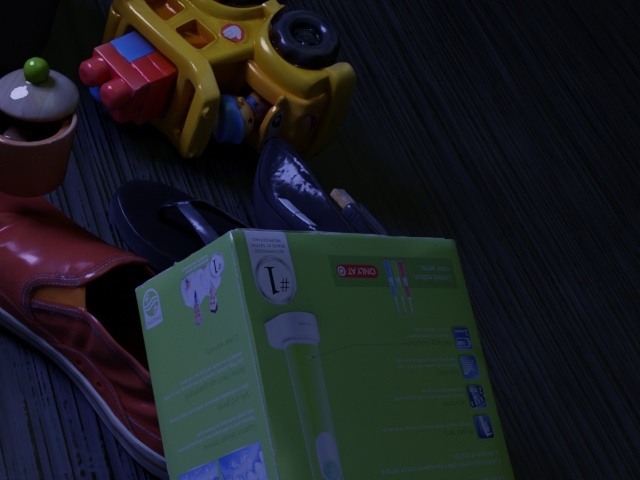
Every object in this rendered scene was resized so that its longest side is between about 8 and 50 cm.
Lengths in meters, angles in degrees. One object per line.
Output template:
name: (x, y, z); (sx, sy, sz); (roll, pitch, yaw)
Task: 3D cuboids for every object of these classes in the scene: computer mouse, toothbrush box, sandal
computer mouse: (0.000, 0.000, 1.264); (0.060, 0.184, 0.262); (-29, 62, -12)
toothbrush box: (0.013, 0.145, 1.006); (0.206, 0.122, 0.283); (1, 68, -41)
sandal: (-0.065, 0.018, 1.262); (0.254, 0.054, 0.097); (35, 32, 18)

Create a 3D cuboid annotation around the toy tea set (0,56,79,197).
toy tea set: (-0.343, -0.092, 1.084); (0.336, 0.124, 0.200); (-17, 46, -29)

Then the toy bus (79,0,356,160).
toy bus: (-0.110, -0.151, 1.396); (0.220, 0.149, 0.211); (43, 49, 15)

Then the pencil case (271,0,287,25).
pencil case: (-0.130, -0.288, 1.593); (0.209, 0.095, 0.098); (42, 20, 14)

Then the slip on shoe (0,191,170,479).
slip on shoe: (-0.172, 0.038, 1.131); (0.331, 0.101, 0.123); (43, 38, 21)

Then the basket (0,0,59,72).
basket: (-0.285, -0.299, 1.368); (0.154, 0.227, 0.204); (21, 35, -13)
